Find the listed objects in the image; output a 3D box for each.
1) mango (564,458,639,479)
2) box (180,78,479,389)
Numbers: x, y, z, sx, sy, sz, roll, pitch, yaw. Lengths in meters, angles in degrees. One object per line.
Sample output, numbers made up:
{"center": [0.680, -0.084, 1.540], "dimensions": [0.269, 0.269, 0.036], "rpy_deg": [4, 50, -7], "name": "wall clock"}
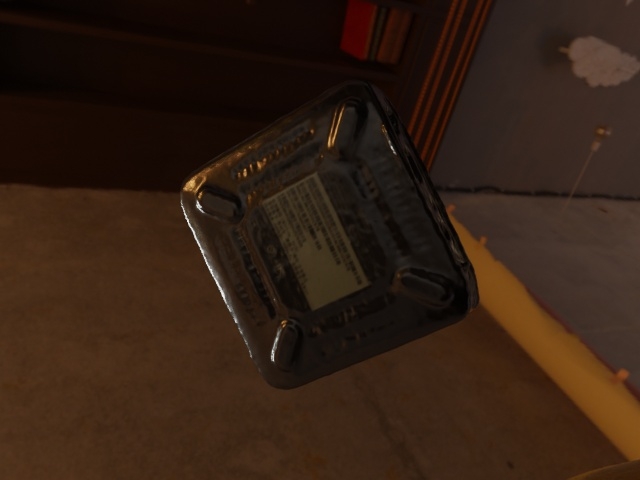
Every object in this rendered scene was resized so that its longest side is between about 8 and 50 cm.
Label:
{"center": [0.202, 0.275, 0.399], "dimensions": [0.445, 0.232, 0.300], "rpy_deg": [-2, 171, -37], "name": "mango"}
{"center": [0.000, 0.000, 0.731], "dimensions": [0.290, 0.289, 0.073], "rpy_deg": [65, -159, 1], "name": "box"}
